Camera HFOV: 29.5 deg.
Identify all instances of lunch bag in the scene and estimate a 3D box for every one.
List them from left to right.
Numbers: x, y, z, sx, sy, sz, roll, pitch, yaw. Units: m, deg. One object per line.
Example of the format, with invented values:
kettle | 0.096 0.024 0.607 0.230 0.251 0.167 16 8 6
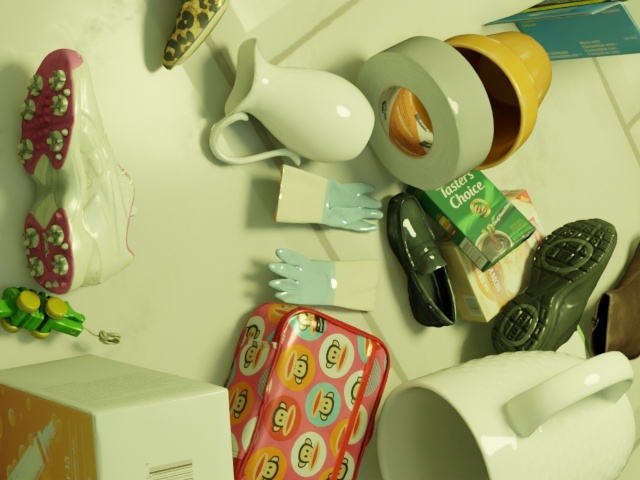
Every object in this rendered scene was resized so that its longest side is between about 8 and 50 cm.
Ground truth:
lunch bag | -0.020 0.255 1.748 0.258 0.120 0.293 26 77 -38

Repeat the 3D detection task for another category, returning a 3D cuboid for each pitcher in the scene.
pitcher | -0.043 -0.167 1.722 0.207 0.125 0.177 22 99 -24

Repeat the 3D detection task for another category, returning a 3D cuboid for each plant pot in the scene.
plant pot | 0.266 -0.238 1.896 0.188 0.205 0.205 -37 113 -45

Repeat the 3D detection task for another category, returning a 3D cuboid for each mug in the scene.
mug | 0.311 0.275 1.768 0.328 0.374 0.276 -13 63 -31

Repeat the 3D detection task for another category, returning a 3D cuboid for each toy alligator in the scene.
toy alligator | -0.342 0.092 1.546 0.190 0.056 0.051 17 41 -35

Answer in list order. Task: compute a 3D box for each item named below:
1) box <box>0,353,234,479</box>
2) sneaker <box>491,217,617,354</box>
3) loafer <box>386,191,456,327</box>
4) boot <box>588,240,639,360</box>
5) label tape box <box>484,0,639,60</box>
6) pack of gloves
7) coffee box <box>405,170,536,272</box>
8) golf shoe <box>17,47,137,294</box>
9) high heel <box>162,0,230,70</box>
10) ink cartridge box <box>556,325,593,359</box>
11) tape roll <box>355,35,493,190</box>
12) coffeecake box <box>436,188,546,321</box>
box | -0.260 0.267 1.426 0.168 0.345 0.214 -7 95 -35
sneaker | 0.388 0.090 1.977 0.286 0.109 0.130 -52 139 -6
loafer | 0.163 0.031 1.889 0.076 0.078 0.223 -26 106 -33
boot | 0.552 0.093 2.139 0.207 0.090 0.248 4 97 -55
label tape box | 0.476 -0.366 2.005 0.334 0.241 0.105 -28 109 -31
pack of gloves | 0.000 0.000 1.804 0.232 0.046 0.195 9 87 -46
coffee box | 0.235 -0.049 1.905 0.113 0.040 0.184 -34 75 -29
golf shoe | -0.303 -0.089 1.543 0.140 0.115 0.306 -7 102 -46
high heel | -0.197 -0.376 1.635 0.186 0.093 0.261 31 85 -9
ink cartridge box | 0.357 0.218 2.051 0.235 0.056 0.171 -40 113 -26
tape roll | 0.150 -0.186 1.787 0.072 0.219 0.219 -29 108 -31
coffeecake box | 0.282 0.023 1.982 0.185 0.068 0.142 -37 112 -30
